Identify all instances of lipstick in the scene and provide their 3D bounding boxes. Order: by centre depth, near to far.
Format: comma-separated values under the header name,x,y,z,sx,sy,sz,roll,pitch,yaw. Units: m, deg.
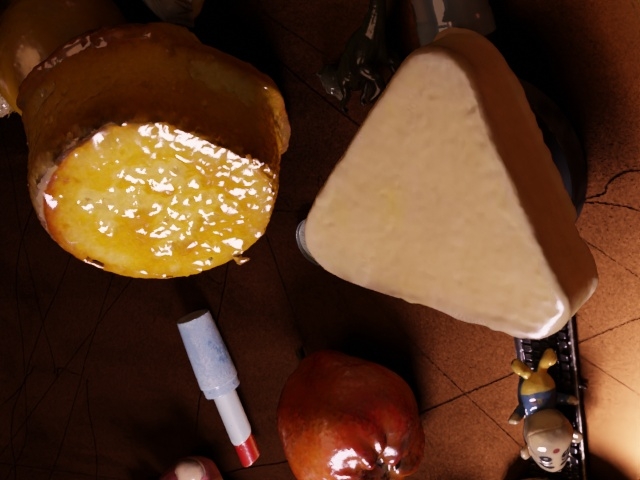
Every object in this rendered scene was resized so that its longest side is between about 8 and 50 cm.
name,x,y,z,sx,sy,sz,roll,pitch,yaw
lipstick,-0.164,0.250,2.255,0.061,0.068,0.274,-13,104,35

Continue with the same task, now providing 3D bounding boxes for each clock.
name,x,y,z,sx,sy,sz,roll,pitch,yaw
clock,0.220,-0.090,1.779,0.281,0.055,0.280,18,123,29
clock,0.000,0.000,2.026,0.085,0.017,0.085,18,124,30

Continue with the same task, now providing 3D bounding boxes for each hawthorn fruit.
name,x,y,z,sx,sy,sz,roll,pitch,yaw
hawthorn fruit,0.033,0.264,2.030,0.261,0.224,0.224,51,138,36

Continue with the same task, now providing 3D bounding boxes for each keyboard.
name,x,y,z,sx,sy,sz,roll,pitch,yaw
keyboard,0.322,0.205,1.881,0.106,0.027,0.317,7,117,36

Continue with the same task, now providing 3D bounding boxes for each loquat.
name,x,y,z,sx,sy,sz,roll,pitch,yaw
loquat,-0.399,-0.287,2.040,0.244,0.244,0.244,18,124,30

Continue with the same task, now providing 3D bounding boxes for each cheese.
name,x,y,z,sx,sy,sz,roll,pitch,yaw
cheese,0.158,-0.082,1.652,0.384,0.104,0.384,17,122,30

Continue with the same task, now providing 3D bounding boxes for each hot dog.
name,x,y,z,sx,sy,sz,roll,pitch,yaw
hot dog,-0.215,-0.396,1.874,0.162,0.082,0.270,52,164,11

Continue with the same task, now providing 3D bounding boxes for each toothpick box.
name,x,y,z,sx,sy,sz,roll,pitch,yaw
toothpick box,0.153,-0.325,1.671,0.101,0.101,0.153,0,114,38

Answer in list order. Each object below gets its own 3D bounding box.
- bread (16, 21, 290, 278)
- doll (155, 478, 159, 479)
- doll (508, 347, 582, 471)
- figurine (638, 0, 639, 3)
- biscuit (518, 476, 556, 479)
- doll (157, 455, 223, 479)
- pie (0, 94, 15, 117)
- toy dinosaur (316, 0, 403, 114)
name,x,y,z,sx,sy,sz,roll,pitch,yaw
bread,-0.246,-0.124,1.924,0.398,0.215,0.398,-4,139,-3
doll,-0.311,0.480,2.510,0.076,0.050,0.083,44,134,-14
doll,0.307,0.241,1.841,0.102,0.089,0.179,-18,111,-2
figurine,0.408,-0.312,1.483,0.082,0.098,0.154,44,135,15
biscuit,0.354,0.453,1.944,0.259,0.079,0.259,21,134,24
doll,-0.187,0.499,2.357,0.256,0.152,0.196,49,147,0
pie,-0.539,-0.304,2.241,0.163,0.079,0.193,38,133,29
toy dinosaur,0.031,-0.266,1.809,0.187,0.087,0.179,-30,95,42
